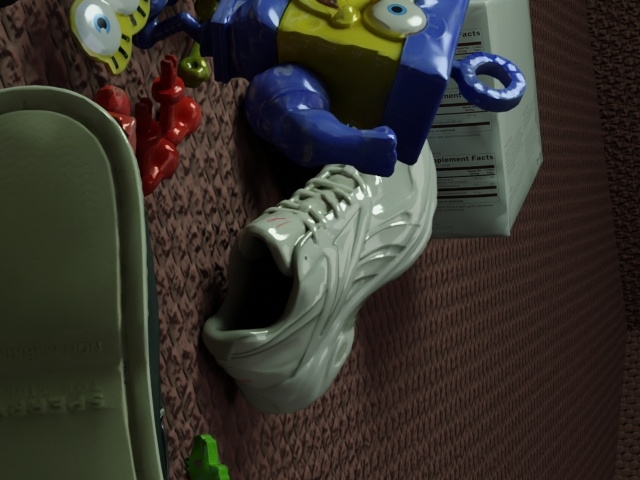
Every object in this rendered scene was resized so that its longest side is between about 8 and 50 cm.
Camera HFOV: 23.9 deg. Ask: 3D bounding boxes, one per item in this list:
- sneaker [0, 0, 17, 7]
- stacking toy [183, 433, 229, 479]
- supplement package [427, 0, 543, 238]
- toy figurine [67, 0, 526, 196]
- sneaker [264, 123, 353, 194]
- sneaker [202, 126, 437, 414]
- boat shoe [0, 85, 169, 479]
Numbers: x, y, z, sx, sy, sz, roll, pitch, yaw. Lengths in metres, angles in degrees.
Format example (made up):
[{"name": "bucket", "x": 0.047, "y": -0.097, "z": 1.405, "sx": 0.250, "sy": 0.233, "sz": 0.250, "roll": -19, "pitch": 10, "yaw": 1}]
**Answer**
[{"name": "sneaker", "x": -0.145, "y": -0.177, "z": 0.705, "sx": 0.075, "sy": 0.063, "sz": 0.170, "roll": 63, "pitch": 36, "yaw": -53}, {"name": "stacking toy", "x": -0.100, "y": 0.220, "z": 0.844, "sx": 0.167, "sy": 0.052, "sz": 0.221, "roll": 24, "pitch": 64, "yaw": -72}, {"name": "supplement package", "x": 0.102, "y": -0.130, "z": 1.330, "sx": 0.194, "sy": 0.149, "sz": 0.203, "roll": -54, "pitch": 139, "yaw": -62}, {"name": "toy figurine", "x": 0.009, "y": -0.108, "z": 0.856, "sx": 0.363, "sy": 0.217, "sz": 0.191, "roll": -70, "pitch": 171, "yaw": -48}, {"name": "sneaker", "x": 0.010, "y": -0.055, "z": 1.149, "sx": 0.232, "sy": 0.081, "sz": 0.090, "roll": 18, "pitch": 91, "yaw": -60}, {"name": "sneaker", "x": 0.000, "y": 0.000, "z": 1.023, "sx": 0.232, "sy": 0.090, "sz": 0.115, "roll": -63, "pitch": 144, "yaw": -14}, {"name": "boat shoe", "x": -0.127, "y": 0.110, "z": 0.656, "sx": 0.113, "sy": 0.127, "sz": 0.340, "roll": 142, "pitch": -55, "yaw": -84}]
